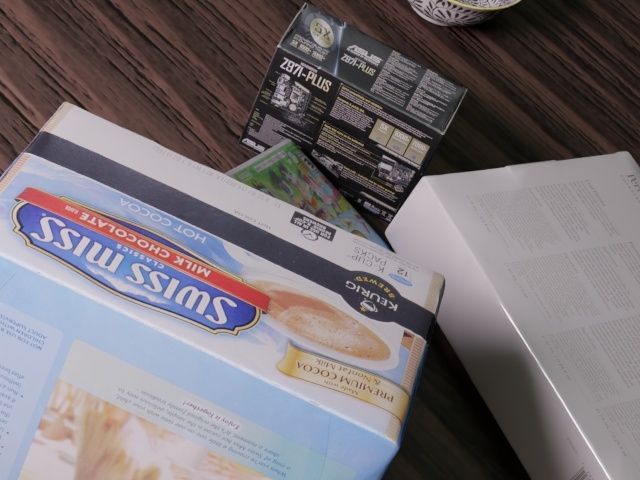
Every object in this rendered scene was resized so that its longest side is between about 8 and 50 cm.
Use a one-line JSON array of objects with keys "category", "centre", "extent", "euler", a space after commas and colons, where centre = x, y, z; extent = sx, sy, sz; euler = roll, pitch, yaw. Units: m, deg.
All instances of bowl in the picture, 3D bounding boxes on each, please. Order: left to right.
[{"category": "bowl", "centre": [0.147, -0.296, 1.723], "extent": [0.170, 0.080, 0.170], "euler": [11, 50, -13]}]

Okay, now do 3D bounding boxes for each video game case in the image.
[{"category": "video game case", "centre": [0.000, 0.000, 1.375], "extent": [0.193, 0.023, 0.212], "euler": [48, 20, 1]}]

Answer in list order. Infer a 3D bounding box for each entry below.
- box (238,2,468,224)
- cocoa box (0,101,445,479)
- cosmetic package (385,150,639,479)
[{"category": "box", "centre": [0.029, -0.122, 1.493], "extent": [0.180, 0.147, 0.077], "euler": [28, 49, 2]}, {"category": "cocoa box", "centre": [-0.115, 0.097, 1.176], "extent": [0.347, 0.231, 0.228], "euler": [26, 32, -1]}, {"category": "cosmetic package", "centre": [0.271, 0.094, 1.434], "extent": [0.284, 0.097, 0.377], "euler": [-9, 57, -34]}]
